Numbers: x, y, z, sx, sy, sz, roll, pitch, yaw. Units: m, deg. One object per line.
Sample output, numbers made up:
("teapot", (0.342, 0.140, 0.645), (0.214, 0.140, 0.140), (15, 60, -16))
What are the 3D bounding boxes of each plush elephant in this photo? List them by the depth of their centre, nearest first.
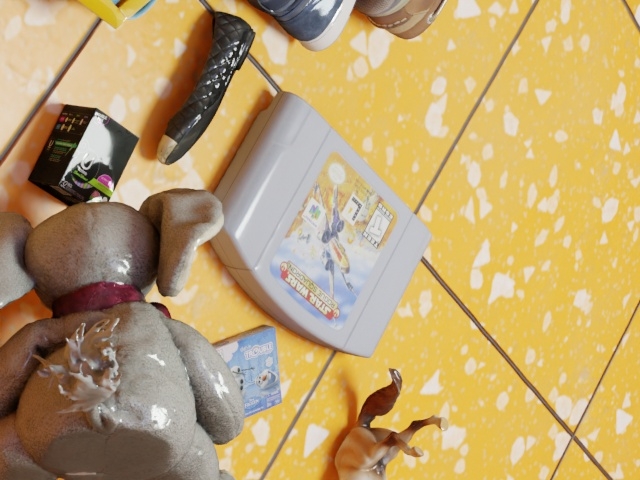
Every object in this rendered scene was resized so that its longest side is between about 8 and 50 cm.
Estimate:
("plush elephant", (-0.201, 0.083, 1.280), (0.330, 0.272, 0.255), (100, -12, -55))

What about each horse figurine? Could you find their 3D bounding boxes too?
("horse figurine", (0.063, 0.283, 1.645), (0.066, 0.174, 0.263), (18, 72, -37))

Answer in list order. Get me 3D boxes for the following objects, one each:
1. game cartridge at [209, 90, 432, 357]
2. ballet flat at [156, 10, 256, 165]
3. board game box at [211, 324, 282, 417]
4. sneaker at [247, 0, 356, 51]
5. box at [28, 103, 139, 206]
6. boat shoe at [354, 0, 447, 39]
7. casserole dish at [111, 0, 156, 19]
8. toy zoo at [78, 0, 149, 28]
("game cartridge", (0.000, 0.000, 1.583), (0.297, 0.062, 0.198), (43, 64, -41))
("ballet flat", (-0.122, -0.151, 1.444), (0.173, 0.049, 0.057), (-62, 178, -16))
("board game box", (-0.083, 0.146, 1.550), (0.090, 0.020, 0.090), (-19, 110, -42))
("sneaker", (-0.011, -0.330, 1.481), (0.163, 0.086, 0.226), (28, 79, -47))
("box", (-0.221, -0.077, 1.344), (0.062, 0.052, 0.083), (37, 71, -44))
("boat shoe", (0.134, -0.371, 1.607), (0.324, 0.123, 0.116), (-60, 140, -10))
("casserole dish", (-0.176, -0.296, 1.357), (0.114, 0.037, 0.188), (47, 64, -39))
("toy zoo", (-0.170, -0.325, 1.273), (0.293, 0.030, 0.192), (-42, 112, -2))
